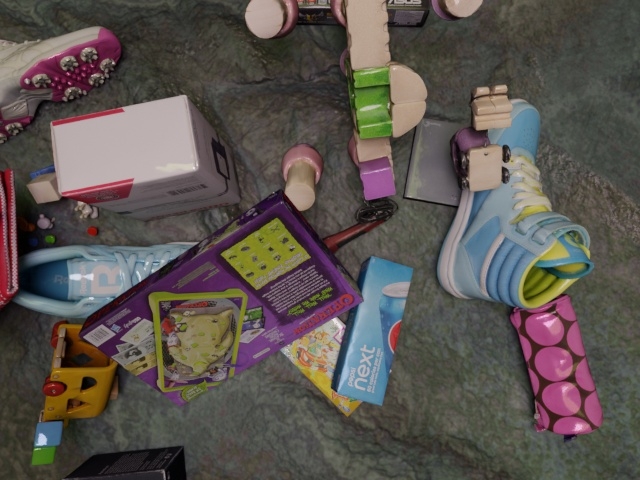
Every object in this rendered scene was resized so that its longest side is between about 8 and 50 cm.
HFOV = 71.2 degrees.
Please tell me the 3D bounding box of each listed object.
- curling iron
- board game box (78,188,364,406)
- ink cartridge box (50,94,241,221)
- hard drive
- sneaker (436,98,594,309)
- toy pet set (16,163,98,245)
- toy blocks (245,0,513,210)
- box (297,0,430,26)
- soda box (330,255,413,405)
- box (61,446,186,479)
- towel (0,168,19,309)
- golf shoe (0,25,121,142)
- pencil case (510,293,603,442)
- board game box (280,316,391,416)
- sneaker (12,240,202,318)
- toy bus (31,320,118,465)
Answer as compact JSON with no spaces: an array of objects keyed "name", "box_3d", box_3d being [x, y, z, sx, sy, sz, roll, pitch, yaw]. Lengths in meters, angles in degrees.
[{"name":"curling iron","box_3d":[0.000,0.000,0.730,0.274,0.035,0.068,-30,124,4]},{"name":"board game box","box_3d":[-0.137,0.099,0.646,0.347,0.056,0.208,-32,117,11]},{"name":"ink cartridge box","box_3d":[-0.228,-0.103,0.645,0.172,0.237,0.100,-11,85,1]},{"name":"hard drive","box_3d":[0.195,-0.129,0.739,0.094,0.022,0.135,10,88,2]},{"name":"sneaker","box_3d":[0.300,-0.050,0.631,0.127,0.208,0.318,13,93,-26]},{"name":"toy pet set","box_3d":[-0.441,-0.062,0.749,0.122,0.065,0.114,-9,122,4]},{"name":"toy blocks","box_3d":[0.076,-0.226,0.641,0.309,0.260,0.288,-7,120,4]},{"name":"box","box_3d":[0.064,-0.455,0.739,0.231,0.056,0.182,3,88,2]},{"name":"soda box","box_3d":[0.079,0.135,0.688,0.071,0.067,0.210,17,77,-4]},{"name":"box","box_3d":[-0.296,0.422,0.696,0.159,0.093,0.155,-6,88,0]},{"name":"towel","box_3d":[-0.522,0.038,0.664,0.275,0.031,0.198,-28,68,30]},{"name":"golf shoe","box_3d":[-0.478,-0.281,0.723,0.306,0.115,0.140,-29,84,-1]},{"name":"pencil case","box_3d":[0.359,0.189,0.691,0.098,0.095,0.209,-15,85,22]},{"name":"board game box","box_3d":[0.024,0.192,0.729,0.154,0.026,0.103,44,89,3]},{"name":"sneaker","box_3d":[-0.300,0.068,0.681,0.366,0.150,0.135,-5,89,3]},{"name":"toy bus","box_3d":[-0.372,0.226,0.698,0.105,0.202,0.190,9,80,-28]}]
